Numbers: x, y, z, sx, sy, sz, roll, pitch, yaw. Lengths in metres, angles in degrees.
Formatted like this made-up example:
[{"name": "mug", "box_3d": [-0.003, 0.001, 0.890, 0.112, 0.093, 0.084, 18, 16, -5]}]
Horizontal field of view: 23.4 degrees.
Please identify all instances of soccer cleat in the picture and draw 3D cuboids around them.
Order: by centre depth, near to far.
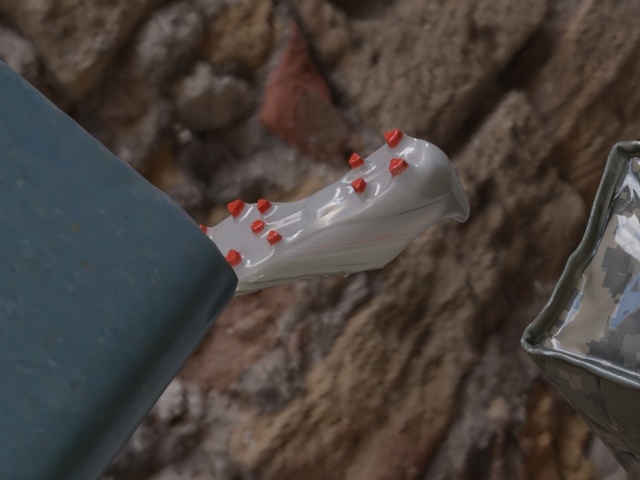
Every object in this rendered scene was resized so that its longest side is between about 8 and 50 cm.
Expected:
[{"name": "soccer cleat", "box_3d": [0.000, 0.000, 0.966, 0.196, 0.076, 0.068, -25, 39, 24]}]

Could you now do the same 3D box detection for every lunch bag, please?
[{"name": "lunch bag", "box_3d": [0.295, 0.088, 0.863, 0.287, 0.235, 0.169, 17, 73, 34]}]

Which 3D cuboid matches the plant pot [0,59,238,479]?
[{"name": "plant pot", "box_3d": [-0.216, 0.063, 0.329, 0.248, 0.247, 0.252, -35, 20, 42]}]
